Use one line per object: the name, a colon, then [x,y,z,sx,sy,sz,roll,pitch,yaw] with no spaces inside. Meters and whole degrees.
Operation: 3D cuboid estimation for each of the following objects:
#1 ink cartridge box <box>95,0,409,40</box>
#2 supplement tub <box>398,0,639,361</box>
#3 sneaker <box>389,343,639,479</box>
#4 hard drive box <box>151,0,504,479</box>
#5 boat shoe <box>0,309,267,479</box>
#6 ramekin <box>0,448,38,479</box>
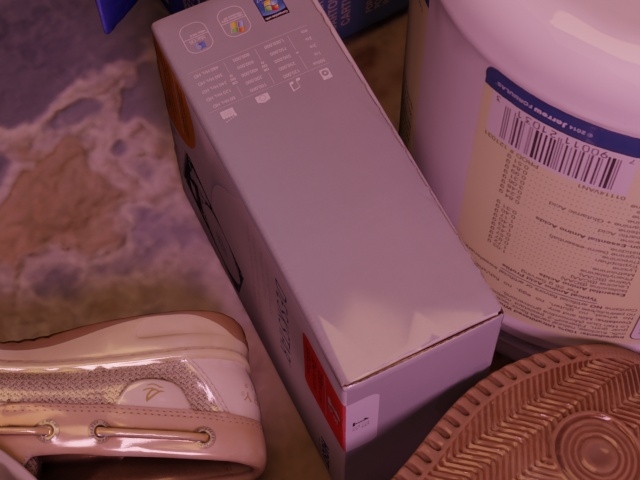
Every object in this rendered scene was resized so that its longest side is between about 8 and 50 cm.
ink cartridge box: [0.014,-0.270,0.821,0.395,0.270,0.151,-28,62,-14]
supplement tub: [0.159,-0.080,0.689,0.235,0.325,0.235,0,63,0]
sneaker: [0.066,0.168,0.671,0.282,0.153,0.099,-33,65,-28]
hard drive box: [0.000,0.000,0.730,0.089,0.181,0.232,-24,64,-12]
boat shoe: [-0.180,0.116,0.715,0.302,0.109,0.098,-9,61,-11]
ramekin: [-0.214,0.208,0.580,0.273,0.127,0.272,0,89,-25]
